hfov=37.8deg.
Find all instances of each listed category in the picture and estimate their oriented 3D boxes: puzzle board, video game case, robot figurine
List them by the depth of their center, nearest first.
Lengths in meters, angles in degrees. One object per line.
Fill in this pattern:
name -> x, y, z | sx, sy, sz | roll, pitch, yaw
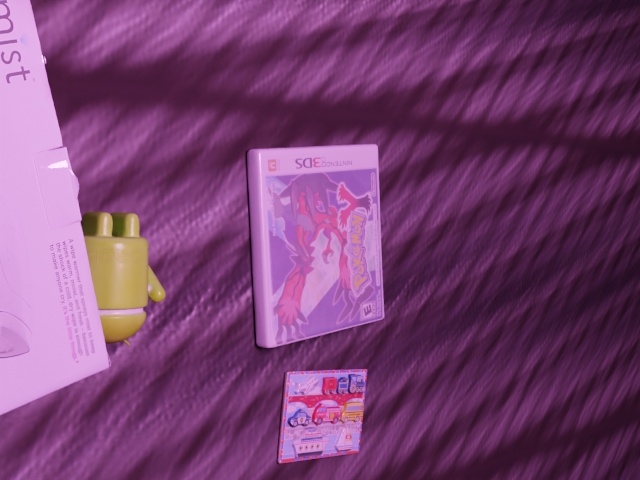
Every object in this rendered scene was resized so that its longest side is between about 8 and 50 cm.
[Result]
robot figurine -> -0.178, 0.034, 0.781 | 0.101, 0.067, 0.115 | 0, 93, -40
video game case -> 0.000, 0.000, 0.996 | 0.183, 0.023, 0.201 | -9, 99, -45
puzzle board -> 0.005, 0.190, 1.023 | 0.128, 0.011, 0.096 | 6, 88, -46

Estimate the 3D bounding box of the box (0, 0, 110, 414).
box -> -0.275, -0.010, 0.565 | 0.231, 0.127, 0.262 | -23, 109, -43
